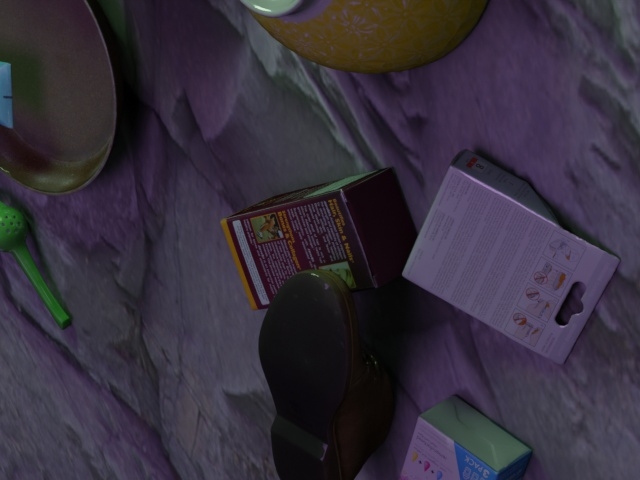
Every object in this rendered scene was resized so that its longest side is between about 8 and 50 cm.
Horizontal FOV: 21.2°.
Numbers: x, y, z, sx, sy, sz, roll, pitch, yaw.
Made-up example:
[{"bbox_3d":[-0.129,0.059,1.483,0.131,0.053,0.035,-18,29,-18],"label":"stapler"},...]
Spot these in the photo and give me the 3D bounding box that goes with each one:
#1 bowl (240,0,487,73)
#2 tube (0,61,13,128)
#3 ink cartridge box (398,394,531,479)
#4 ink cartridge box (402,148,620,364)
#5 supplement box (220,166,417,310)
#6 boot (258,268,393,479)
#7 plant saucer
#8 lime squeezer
[{"bbox_3d":[0.000,-0.275,1.542,0.289,0.156,0.290,20,121,36],"label":"bowl"},{"bbox_3d":[-0.439,-0.195,2.011,0.207,0.052,0.080,20,127,30],"label":"tube"},{"bbox_3d":[0.135,0.261,1.736,0.104,0.061,0.181,35,130,27],"label":"ink cartridge box"},{"bbox_3d":[0.181,0.015,1.606,0.179,0.045,0.145,28,128,9],"label":"ink cartridge box"},{"bbox_3d":[0.000,0.000,1.726,0.188,0.080,0.104,-12,101,46],"label":"supplement box"},{"bbox_3d":[0.014,0.132,1.729,0.112,0.115,0.305,34,141,32],"label":"boot"},{"bbox_3d":[-0.326,-0.205,1.964,0.310,0.050,0.311,21,122,37],"label":"plant saucer"},{"bbox_3d":[-0.414,-0.023,2.144,0.310,0.059,0.110,40,162,21],"label":"lime squeezer"}]
